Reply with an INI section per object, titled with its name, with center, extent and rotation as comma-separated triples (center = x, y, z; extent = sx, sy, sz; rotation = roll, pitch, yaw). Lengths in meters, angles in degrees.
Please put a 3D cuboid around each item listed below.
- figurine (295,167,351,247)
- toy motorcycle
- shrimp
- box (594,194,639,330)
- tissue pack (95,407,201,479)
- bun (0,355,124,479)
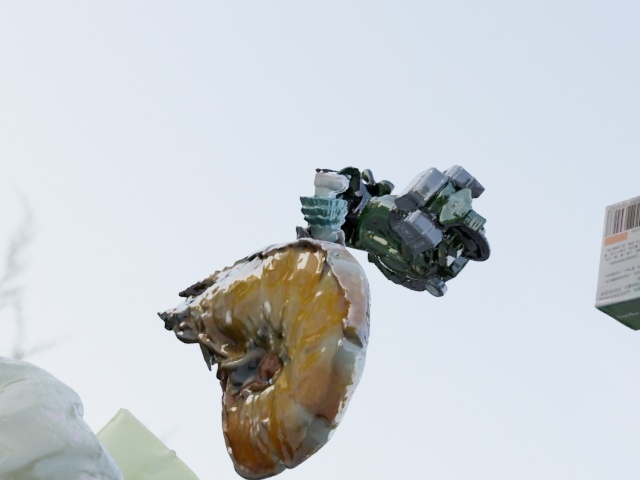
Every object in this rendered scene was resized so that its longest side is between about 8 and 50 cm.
[figurine]
center = 0.000, 0.000, 1.255
extent = 0.047, 0.106, 0.060
rotation = 10, -3, -9
[toy motorcycle]
center = 0.099, -0.022, 2.014
extent = 0.187, 0.125, 0.275
rotation = 44, -23, -7
[shrimp]
center = -0.048, 0.083, 1.180
extent = 0.062, 0.164, 0.317
rotation = 20, -11, -24
[box]
center = 0.404, 0.010, 1.875
extent = 0.081, 0.135, 0.199
rotation = 27, -29, -30
[tissue pack]
center = -0.216, 0.298, 1.611
extent = 0.159, 0.234, 0.125
rotation = 43, -28, 8
[bun]
center = -0.316, 0.267, 1.341
extent = 0.365, 0.365, 0.219
rotation = 27, -1, 24
